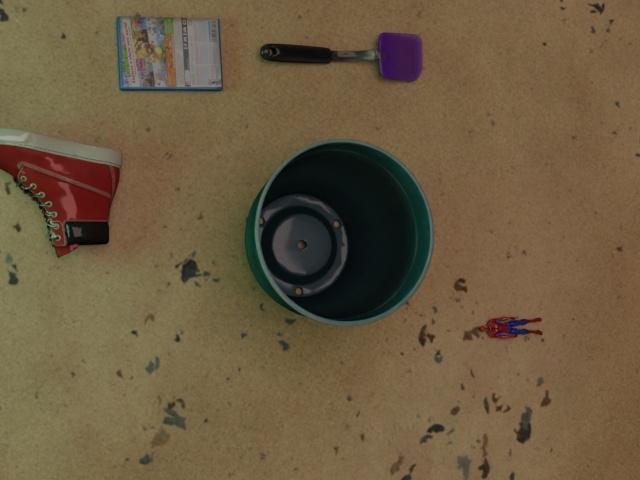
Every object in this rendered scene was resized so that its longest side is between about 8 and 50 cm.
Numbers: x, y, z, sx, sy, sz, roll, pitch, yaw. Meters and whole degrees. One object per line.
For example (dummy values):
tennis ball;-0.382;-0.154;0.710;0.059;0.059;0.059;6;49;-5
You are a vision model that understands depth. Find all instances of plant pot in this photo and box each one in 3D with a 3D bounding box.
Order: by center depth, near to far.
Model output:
plant pot;0.000;0.000;1.706;0.271;0.255;0.272;2;84;-18

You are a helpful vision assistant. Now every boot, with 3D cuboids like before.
boot;-0.431;-0.069;1.670;0.244;0.088;0.176;11;83;-20

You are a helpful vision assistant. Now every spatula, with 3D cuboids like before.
spatula;0.041;-0.311;1.864;0.296;0.030;0.084;-2;88;-18

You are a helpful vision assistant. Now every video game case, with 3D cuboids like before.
video game case;-0.242;-0.301;1.785;0.166;0.015;0.119;-2;86;-18

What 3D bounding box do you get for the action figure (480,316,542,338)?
action figure;0.329;0.150;1.914;0.115;0.030;0.038;-2;91;-15
